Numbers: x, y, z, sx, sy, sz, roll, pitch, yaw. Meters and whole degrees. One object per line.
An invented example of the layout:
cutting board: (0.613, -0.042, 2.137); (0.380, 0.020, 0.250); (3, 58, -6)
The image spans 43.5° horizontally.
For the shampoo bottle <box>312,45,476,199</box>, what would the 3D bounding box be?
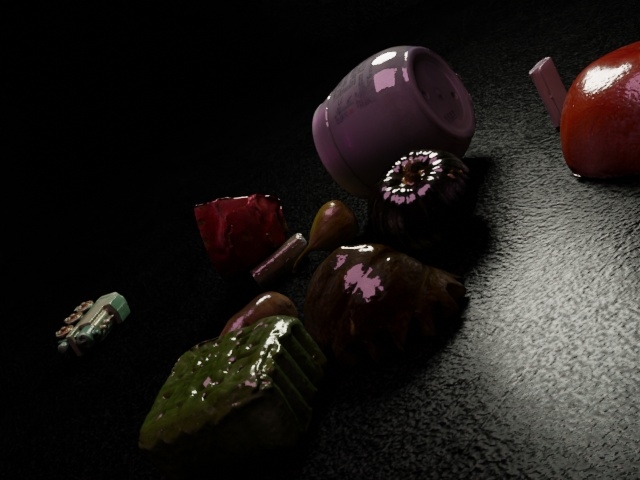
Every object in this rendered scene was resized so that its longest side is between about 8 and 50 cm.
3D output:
shampoo bottle: (0.145, -0.230, 1.598); (0.266, 0.273, 0.273); (-30, 17, 40)

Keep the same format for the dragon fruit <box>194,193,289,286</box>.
dragon fruit: (-0.153, 0.004, 1.657); (0.163, 0.262, 0.189); (10, 79, 13)

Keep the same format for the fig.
fig: (0.014, 0.005, 1.561); (0.166, 0.093, 0.093); (-63, 24, -2)

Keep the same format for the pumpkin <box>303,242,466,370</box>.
pumpkin: (0.076, 0.081, 1.159); (0.254, 0.149, 0.130); (-29, 12, 7)

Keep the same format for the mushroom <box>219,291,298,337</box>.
mushroom: (-0.109, 0.155, 1.340); (0.072, 0.094, 0.210); (-14, 22, 48)

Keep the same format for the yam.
yam: (-0.080, 0.044, 1.605); (0.132, 0.054, 0.054); (-39, 21, -16)

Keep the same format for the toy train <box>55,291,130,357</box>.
toy train: (-0.534, 0.198, 1.878); (0.125, 0.081, 0.194); (-19, 22, 22)

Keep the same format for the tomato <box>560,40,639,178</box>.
tomato: (0.525, -0.240, 1.260); (0.338, 0.144, 0.338); (-26, 21, 11)

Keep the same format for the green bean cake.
green bean cake: (-0.119, 0.221, 1.142); (0.248, 0.125, 0.222); (-23, 21, 24)

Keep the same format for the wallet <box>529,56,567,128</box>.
wallet: (0.433, -0.276, 1.498); (0.061, 0.122, 0.025); (-41, 22, -25)

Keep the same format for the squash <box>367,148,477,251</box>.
squash: (0.170, -0.070, 1.366); (0.193, 0.156, 0.193); (-33, 39, 32)
